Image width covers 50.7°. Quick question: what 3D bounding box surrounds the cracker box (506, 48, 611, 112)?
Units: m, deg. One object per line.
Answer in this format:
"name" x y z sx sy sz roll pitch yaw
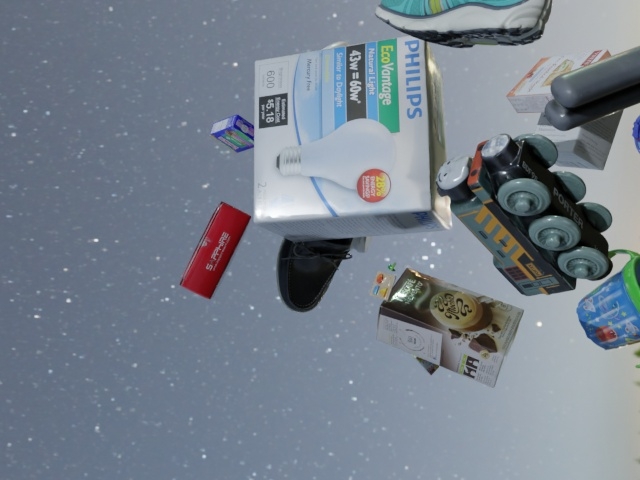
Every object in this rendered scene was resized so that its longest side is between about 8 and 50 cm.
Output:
"cracker box" 0.606 -0.399 1.709 0.155 0.232 0.067 -46 -66 -11

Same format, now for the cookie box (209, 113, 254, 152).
"cookie box" -0.210 -0.267 1.696 0.092 0.107 0.040 32 -114 -34

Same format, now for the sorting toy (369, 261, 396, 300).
"sorting toy" 0.136 0.084 1.452 0.012 0.062 0.083 24 -97 -38

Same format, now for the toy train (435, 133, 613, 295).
"toy train" 0.334 -0.034 1.099 0.334 0.190 0.142 40 -129 -27

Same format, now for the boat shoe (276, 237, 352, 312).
"boat shoe" 0.000 0.000 1.942 0.156 0.187 0.499 -111 39 -64

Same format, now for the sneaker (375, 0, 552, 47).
"sneaker" 0.179 -0.303 0.850 0.107 0.275 0.109 4 -80 -37

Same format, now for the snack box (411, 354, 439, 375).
"snack box" 0.318 0.318 1.934 0.100 0.037 0.141 -46 -41 -5

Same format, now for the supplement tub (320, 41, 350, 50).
"supplement tub" 0.075 -0.428 2.133 0.331 0.241 0.241 56 -146 -2

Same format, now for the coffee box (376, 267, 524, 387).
"coffee box" 0.301 0.198 1.589 0.168 0.297 0.118 -49 -29 -45

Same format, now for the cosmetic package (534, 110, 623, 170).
"cosmetic package" 0.702 -0.306 1.856 0.152 0.151 0.183 19 -92 -34

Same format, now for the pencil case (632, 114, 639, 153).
"pencil case" 0.822 -0.268 1.492 0.306 0.133 0.119 -23 -46 -22

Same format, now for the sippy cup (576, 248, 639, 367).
"sippy cup" 0.862 0.194 1.905 0.240 0.224 0.305 39 -137 -12

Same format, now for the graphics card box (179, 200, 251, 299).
"graphics card box" -0.277 0.036 1.798 0.232 0.094 0.371 -65 6 -8

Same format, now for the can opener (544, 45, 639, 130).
"can opener" 0.415 -0.191 0.811 0.076 0.284 0.095 83 162 -53

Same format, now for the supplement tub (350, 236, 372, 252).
"supplement tub" 0.036 -0.073 2.193 0.191 0.273 0.191 15 -90 -79

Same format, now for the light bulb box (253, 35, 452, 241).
"light bulb box" 0.070 -0.196 1.402 0.225 0.361 0.357 25 -118 -69
